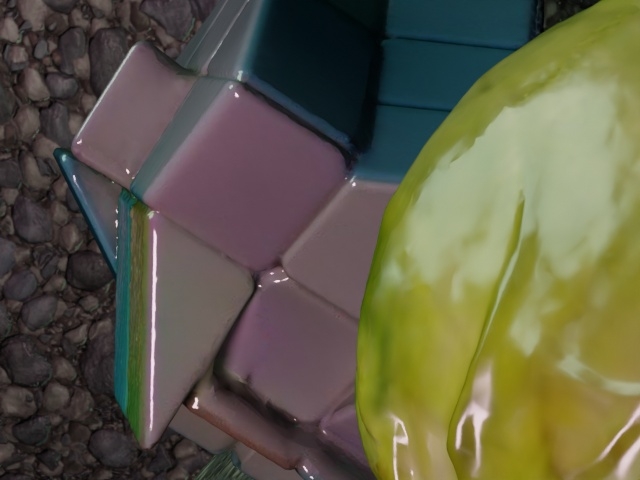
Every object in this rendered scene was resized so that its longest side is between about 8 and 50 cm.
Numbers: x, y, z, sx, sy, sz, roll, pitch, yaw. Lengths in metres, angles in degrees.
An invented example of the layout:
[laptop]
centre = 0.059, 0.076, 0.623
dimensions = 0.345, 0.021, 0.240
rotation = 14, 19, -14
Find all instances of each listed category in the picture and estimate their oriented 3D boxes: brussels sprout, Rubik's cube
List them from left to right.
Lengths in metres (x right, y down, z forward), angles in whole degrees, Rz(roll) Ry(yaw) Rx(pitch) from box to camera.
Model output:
[Rubik's cube]
centre = 0.000, 0.000, 1.266
dimensions = 0.368, 0.358, 0.387
rotation = -50, 13, 31
[brussels sprout]
centre = 0.112, 0.028, 0.529
dimensions = 0.223, 0.223, 0.161
rotation = -51, -11, -6
